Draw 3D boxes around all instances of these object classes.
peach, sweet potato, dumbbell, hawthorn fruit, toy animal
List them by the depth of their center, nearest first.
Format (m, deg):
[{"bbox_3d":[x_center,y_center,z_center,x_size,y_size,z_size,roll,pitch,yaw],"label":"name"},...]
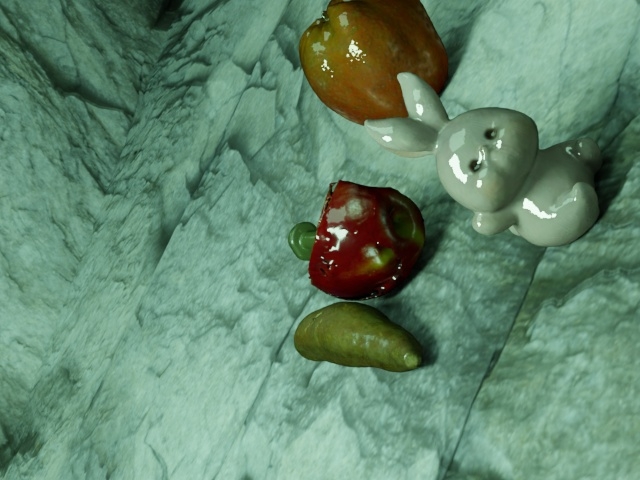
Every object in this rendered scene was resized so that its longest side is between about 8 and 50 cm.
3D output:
[{"bbox_3d":[0.147,-0.073,1.296,0.124,0.212,0.124,-59,14,24],"label":"toy animal"},{"bbox_3d":[0.044,0.099,1.515,0.243,0.077,0.077,-5,57,63],"label":"sweet potato"},{"bbox_3d":[0.038,0.012,1.566,0.172,0.127,0.092,-45,27,47],"label":"peach"},{"bbox_3d":[0.068,-0.227,1.771,0.189,0.189,0.189,-50,22,28],"label":"hawthorn fruit"},{"bbox_3d":[0.000,0.000,1.796,0.046,0.052,0.118,-42,14,-18],"label":"dumbbell"}]
